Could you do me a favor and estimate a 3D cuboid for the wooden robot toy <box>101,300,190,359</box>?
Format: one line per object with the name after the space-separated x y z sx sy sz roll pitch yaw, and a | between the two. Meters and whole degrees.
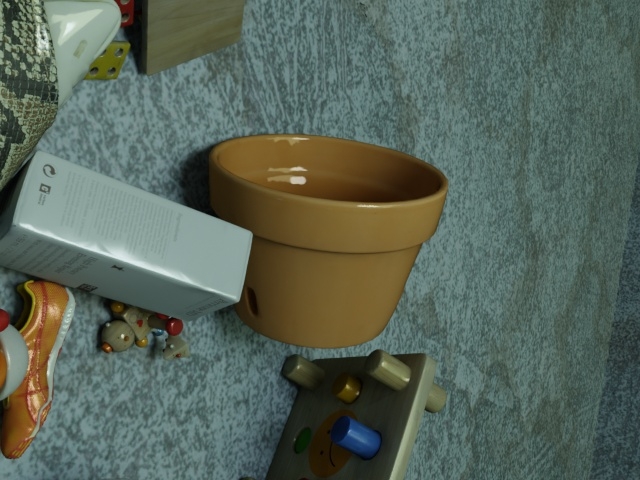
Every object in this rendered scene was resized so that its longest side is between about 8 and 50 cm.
-0.209 0.090 0.913 0.079 0.076 0.173 -46 127 -28 | wooden robot toy

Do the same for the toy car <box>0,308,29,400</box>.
-0.319 0.062 0.677 0.159 0.136 0.182 -13 72 -51 | toy car

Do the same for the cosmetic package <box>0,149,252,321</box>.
-0.196 0.005 0.818 0.231 0.117 0.085 22 62 -29 | cosmetic package

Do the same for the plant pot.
0.000 0.000 1.038 0.291 0.291 0.203 -22 125 -51 | plant pot

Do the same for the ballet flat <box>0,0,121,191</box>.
-0.260 -0.264 0.712 0.182 0.164 0.482 -9 102 -26 | ballet flat

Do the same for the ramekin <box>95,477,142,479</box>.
-0.205 0.330 0.821 0.207 0.207 0.109 59 10 -36 | ramekin

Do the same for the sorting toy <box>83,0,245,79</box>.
-0.157 -0.264 0.930 0.274 0.046 0.132 -30 154 -30 | sorting toy

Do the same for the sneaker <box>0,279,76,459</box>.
-0.294 0.125 0.818 0.067 0.064 0.175 17 72 -32 | sneaker

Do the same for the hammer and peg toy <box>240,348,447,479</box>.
0.013 0.314 1.060 0.127 0.266 0.361 35 61 -27 | hammer and peg toy
